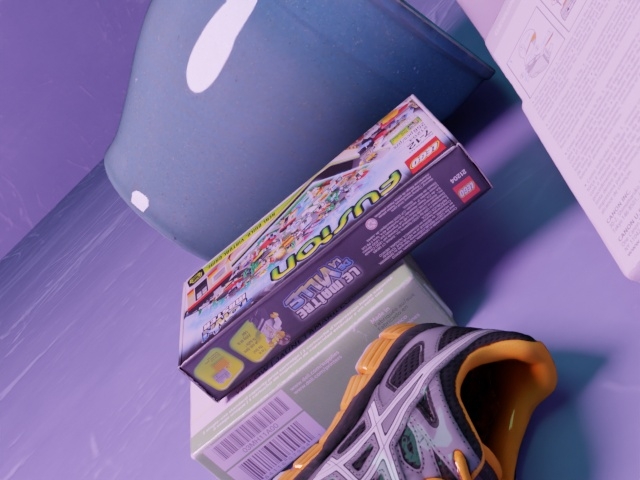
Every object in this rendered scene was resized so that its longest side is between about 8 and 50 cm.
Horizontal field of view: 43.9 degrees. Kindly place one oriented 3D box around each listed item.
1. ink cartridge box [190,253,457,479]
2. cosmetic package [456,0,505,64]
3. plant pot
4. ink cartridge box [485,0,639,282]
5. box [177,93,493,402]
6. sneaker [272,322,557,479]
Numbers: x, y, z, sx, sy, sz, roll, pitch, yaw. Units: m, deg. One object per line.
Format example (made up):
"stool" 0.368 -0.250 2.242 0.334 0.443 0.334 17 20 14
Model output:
"ink cartridge box" -0.014 0.047 0.563 0.171 0.056 0.235 -40 23 7
"cosmetic package" 0.204 -0.154 0.468 0.085 0.117 0.231 -51 24 -20
"plant pot" -0.039 -0.120 0.670 0.255 0.271 0.272 -54 18 17
"ink cartridge box" 0.166 -0.115 0.374 0.225 0.056 0.181 -99 26 -50
"box" 0.000 0.000 0.498 0.207 0.036 0.114 -39 23 9
"sneaker" 0.034 0.110 0.323 0.083 0.084 0.215 -15 33 42
